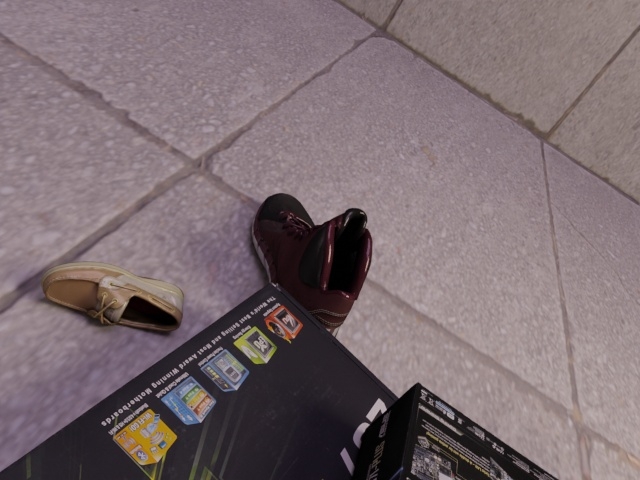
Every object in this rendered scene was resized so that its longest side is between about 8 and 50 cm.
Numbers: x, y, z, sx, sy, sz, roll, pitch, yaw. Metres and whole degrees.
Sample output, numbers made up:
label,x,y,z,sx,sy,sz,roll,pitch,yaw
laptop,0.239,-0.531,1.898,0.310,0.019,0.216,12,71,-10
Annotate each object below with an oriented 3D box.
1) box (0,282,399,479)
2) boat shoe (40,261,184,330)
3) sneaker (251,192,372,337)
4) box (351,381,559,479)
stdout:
label,x,y,z,sx,sy,sz,roll,pitch,yaw
box,-0.044,0.231,0.408,0.318,0.097,0.395,44,33,9
boat shoe,-0.193,0.056,0.547,0.135,0.050,0.045,13,32,-29
sneaker,0.000,0.000,0.685,0.106,0.163,0.281,16,37,-26
box,0.109,0.218,0.410,0.180,0.078,0.147,35,32,-4
